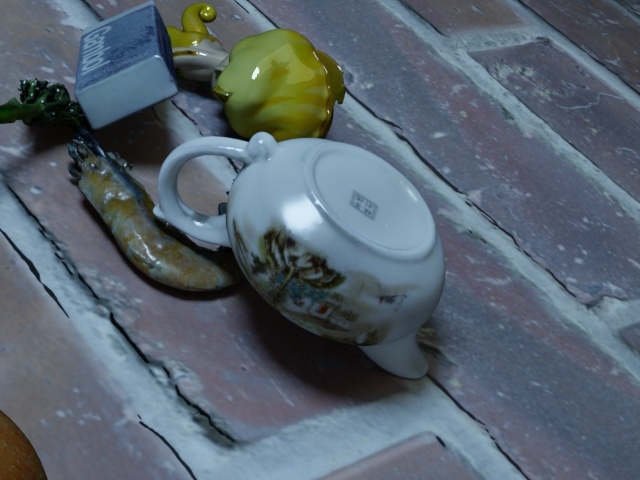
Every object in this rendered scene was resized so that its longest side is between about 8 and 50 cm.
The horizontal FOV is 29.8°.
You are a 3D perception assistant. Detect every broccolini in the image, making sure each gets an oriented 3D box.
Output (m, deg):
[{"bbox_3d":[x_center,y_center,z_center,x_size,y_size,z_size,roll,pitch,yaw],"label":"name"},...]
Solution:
[{"bbox_3d":[-0.271,-0.126,1.082,0.071,0.057,0.254,-5,1,9],"label":"broccolini"}]

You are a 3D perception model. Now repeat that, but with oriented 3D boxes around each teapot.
[{"bbox_3d":[0.000,0.000,1.045,0.298,0.139,0.204,37,36,-2],"label":"teapot"}]

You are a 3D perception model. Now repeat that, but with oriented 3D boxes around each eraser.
[{"bbox_3d":[-0.197,-0.183,1.217,0.092,0.046,0.212,-23,28,2],"label":"eraser"}]

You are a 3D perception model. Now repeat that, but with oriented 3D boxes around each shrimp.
[{"bbox_3d":[-0.143,-0.037,1.123,0.152,0.046,0.219,-19,56,-44],"label":"shrimp"}]

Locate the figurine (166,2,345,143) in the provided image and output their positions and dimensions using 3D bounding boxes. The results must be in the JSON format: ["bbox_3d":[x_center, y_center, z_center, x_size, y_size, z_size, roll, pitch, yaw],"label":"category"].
[{"bbox_3d":[-0.077,-0.177,1.297,0.246,0.131,0.156,29,17,27],"label":"figurine"}]

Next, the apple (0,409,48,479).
[{"bbox_3d":[-0.240,0.178,0.677,0.181,0.168,0.181,9,40,-8],"label":"apple"}]
